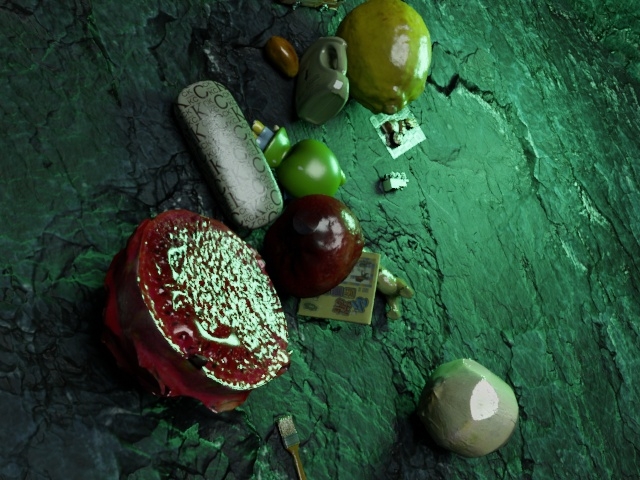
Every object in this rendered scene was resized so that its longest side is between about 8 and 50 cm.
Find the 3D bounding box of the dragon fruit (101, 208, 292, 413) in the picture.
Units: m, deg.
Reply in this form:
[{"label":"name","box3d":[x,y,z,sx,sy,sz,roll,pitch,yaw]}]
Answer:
[{"label":"dragon fruit","box3d":[-0.248,0.145,1.390,0.386,0.249,0.371,47,31,-19]}]

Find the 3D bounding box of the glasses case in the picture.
[{"label":"glasses case","box3d":[-0.204,-0.190,1.684,0.137,0.085,0.354,-26,89,-31]}]

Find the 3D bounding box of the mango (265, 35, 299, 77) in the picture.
[{"label":"mango","box3d":[-0.096,-0.474,1.943,0.114,0.060,0.080,55,29,-4]}]

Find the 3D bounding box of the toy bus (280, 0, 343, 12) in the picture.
[{"label":"toy bus","box3d":[-0.019,-0.690,2.090,0.235,0.096,0.073,-12,81,-43]}]

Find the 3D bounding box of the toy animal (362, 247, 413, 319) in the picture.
[{"label":"toy animal","box3d":[0.145,0.089,1.878,0.219,0.103,0.101,38,30,-19]}]

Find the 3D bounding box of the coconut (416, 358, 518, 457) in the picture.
[{"label":"coconut","box3d":[0.343,0.395,1.808,0.230,0.227,0.227,36,50,-24]}]

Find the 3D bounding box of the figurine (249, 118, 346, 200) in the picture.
[{"label":"figurine","box3d":[-0.066,-0.182,1.784,0.263,0.143,0.162,36,54,-9]}]

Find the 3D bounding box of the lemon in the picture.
[{"label":"lemon","box3d":[0.172,-0.503,2.045,0.285,0.285,0.316,19,24,-34]}]

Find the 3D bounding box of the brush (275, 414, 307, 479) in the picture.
[{"label":"brush","box3d":[-0.052,0.450,1.574,0.043,0.014,0.170,-10,78,-45]}]

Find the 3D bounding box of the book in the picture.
[{"label":"book","box3d":[0.046,0.101,1.753,0.168,0.013,0.192,7,56,6]}]

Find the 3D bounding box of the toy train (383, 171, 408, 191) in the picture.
[{"label":"toy train","box3d":[0.208,-0.161,2.082,0.083,0.033,0.053,-1,76,-42]}]

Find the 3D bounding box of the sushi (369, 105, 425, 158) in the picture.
[{"label":"sushi","box3d":[0.238,-0.333,2.192,0.201,0.031,0.139,-36,95,-45]}]

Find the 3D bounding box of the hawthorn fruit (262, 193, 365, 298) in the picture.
[{"label":"hawthorn fruit","box3d":[0.000,0.000,1.697,0.210,0.230,0.266,37,28,13]}]

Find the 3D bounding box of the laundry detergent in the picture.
[{"label":"laundry detergent","box3d":[0.007,-0.430,1.935,0.091,0.181,0.253,21,51,-28]}]
